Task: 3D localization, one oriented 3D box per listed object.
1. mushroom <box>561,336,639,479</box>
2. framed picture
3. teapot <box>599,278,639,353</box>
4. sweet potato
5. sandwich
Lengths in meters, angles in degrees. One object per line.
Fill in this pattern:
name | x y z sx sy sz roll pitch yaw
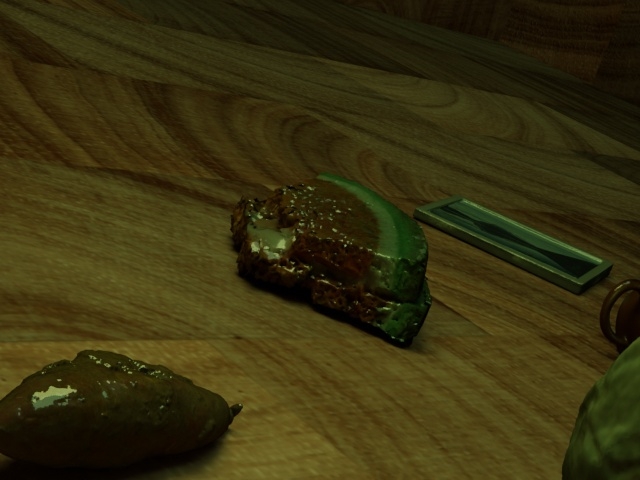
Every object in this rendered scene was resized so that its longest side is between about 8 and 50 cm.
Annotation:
mushroom | 0.230 0.169 0.706 0.267 0.164 0.189 52 16 -46
framed picture | 0.217 0.001 1.508 0.203 0.015 0.150 26 17 20
teapot | 0.332 0.069 1.252 0.173 0.116 0.116 11 18 -26
sweet potato | -0.105 0.092 0.734 0.206 0.060 0.068 16 47 -54
sandwich | 0.008 -0.005 1.149 0.159 0.079 0.235 16 17 -14
